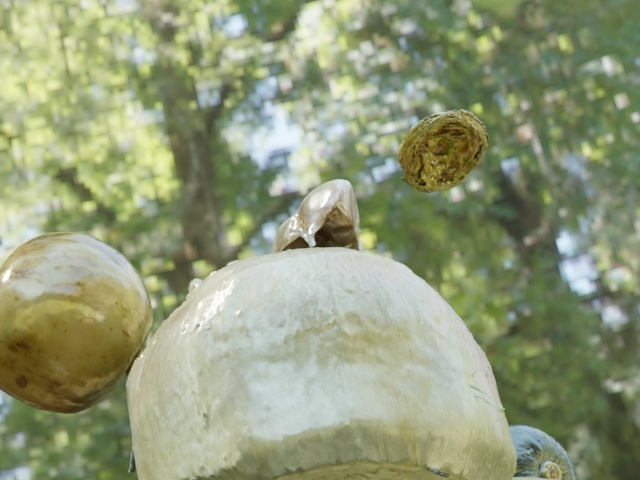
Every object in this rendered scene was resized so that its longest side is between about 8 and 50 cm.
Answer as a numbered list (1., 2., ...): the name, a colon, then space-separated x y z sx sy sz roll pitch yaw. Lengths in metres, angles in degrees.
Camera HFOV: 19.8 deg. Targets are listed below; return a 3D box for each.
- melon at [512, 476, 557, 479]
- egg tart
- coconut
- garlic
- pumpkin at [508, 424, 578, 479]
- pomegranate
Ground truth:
1. melon: 0.267 0.421 2.217 0.330 0.268 0.268 27 -43 -27
2. egg tart: 0.152 -0.120 2.327 0.128 0.049 0.129 -13 -48 -15
3. coconut: -0.014 0.174 1.928 0.404 0.405 0.404 -11 -26 -5
4. garlic: -0.008 -0.010 2.678 0.099 0.124 0.174 23 -48 -39
5. pumpkin: 0.281 0.335 2.525 0.167 0.167 0.125 1 -18 -27
6. pomegranate: -0.289 0.103 2.085 0.215 0.215 0.215 -11 -26 -5
